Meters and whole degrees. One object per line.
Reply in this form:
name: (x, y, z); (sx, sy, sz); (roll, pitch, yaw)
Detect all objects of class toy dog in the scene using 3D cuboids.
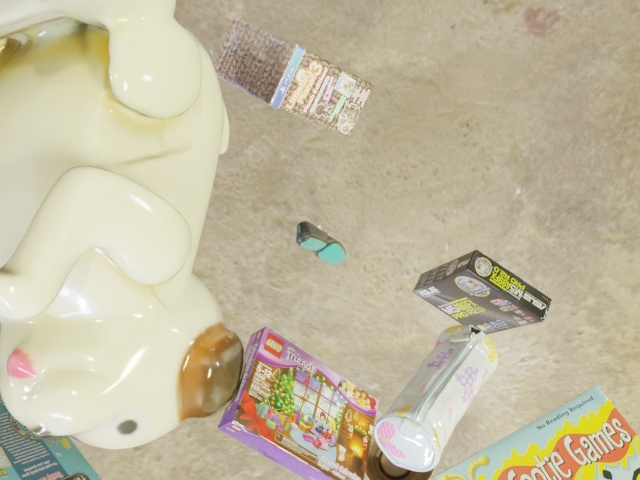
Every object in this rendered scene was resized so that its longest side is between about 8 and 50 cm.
toy dog: (-0.219, -0.006, 0.674); (0.285, 0.395, 0.407); (-6, 90, 17)

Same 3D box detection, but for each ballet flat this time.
ballet flat: (0.000, 0.000, 1.718); (0.074, 0.203, 0.074); (-9, 70, 27)

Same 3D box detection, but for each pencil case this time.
pencil case: (0.197, 0.252, 1.162); (0.113, 0.124, 0.273); (39, 46, 10)

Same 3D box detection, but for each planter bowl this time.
planter bowl: (0.164, 0.472, 1.524); (0.162, 0.109, 0.161); (-1, 64, 2)

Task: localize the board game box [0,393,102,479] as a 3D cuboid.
board game box: (-0.565, 0.371, 1.252); (0.079, 0.254, 0.336); (-44, 77, 8)

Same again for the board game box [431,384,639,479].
board game box: (0.204, 0.266, 0.474); (0.144, 0.142, 0.275); (-26, 58, -10)

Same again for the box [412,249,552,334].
box: (0.371, 0.130, 1.655); (0.216, 0.270, 0.060); (33, 67, -10)

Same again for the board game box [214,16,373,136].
board game box: (-0.063, -0.383, 1.672); (0.232, 0.291, 0.141); (35, 104, 37)

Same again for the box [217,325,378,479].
box: (-0.030, 0.319, 1.299); (0.293, 0.057, 0.200); (36, 45, -21)
